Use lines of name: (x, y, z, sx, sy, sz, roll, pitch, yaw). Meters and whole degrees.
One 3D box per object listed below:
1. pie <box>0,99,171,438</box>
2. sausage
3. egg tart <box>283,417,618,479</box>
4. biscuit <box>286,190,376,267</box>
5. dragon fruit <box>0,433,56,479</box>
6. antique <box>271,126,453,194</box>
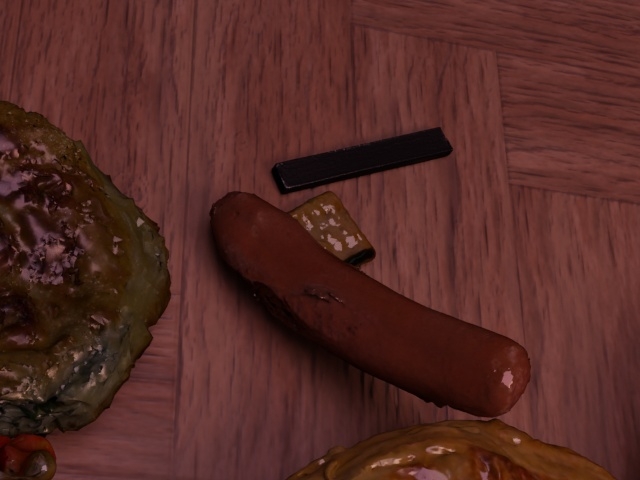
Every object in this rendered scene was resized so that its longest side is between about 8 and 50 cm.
pie: (-0.291, 0.015, 0.912, 0.354, 0.103, 0.288, 3, 58, -17)
sausage: (0.028, 0.056, 0.980, 0.326, 0.079, 0.087, 29, 99, 26)
egg tart: (0.111, 0.349, 0.847, 0.443, 0.178, 0.443, 9, 59, -16)
biscuit: (0.000, 0.000, 1.077, 0.083, 0.018, 0.081, -28, 76, -30)
dragon fruit: (-0.267, 0.194, 0.819, 0.133, 0.207, 0.150, 61, 18, 2)
antique: (0.043, -0.080, 1.135, 0.192, 0.015, 0.031, -14, 68, -26)
